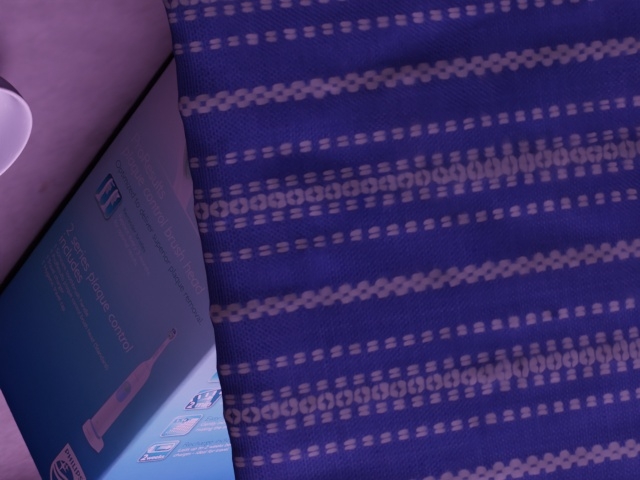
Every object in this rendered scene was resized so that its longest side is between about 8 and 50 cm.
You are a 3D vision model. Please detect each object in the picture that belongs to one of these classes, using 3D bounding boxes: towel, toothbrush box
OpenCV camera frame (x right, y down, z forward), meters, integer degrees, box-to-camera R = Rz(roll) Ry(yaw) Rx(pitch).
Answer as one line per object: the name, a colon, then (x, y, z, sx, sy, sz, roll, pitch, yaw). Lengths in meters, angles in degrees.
towel: (0.070, -0.040, 0.656, 0.243, 0.336, 0.040, -9, -173, -12)
toothbrush box: (0.000, 0.000, 0.896, 0.216, 0.126, 0.295, -4, 145, -44)

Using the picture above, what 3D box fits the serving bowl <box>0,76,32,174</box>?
serving bowl: (-0.161, -0.045, 0.741, 0.083, 0.027, 0.083, -25, 157, -12)
